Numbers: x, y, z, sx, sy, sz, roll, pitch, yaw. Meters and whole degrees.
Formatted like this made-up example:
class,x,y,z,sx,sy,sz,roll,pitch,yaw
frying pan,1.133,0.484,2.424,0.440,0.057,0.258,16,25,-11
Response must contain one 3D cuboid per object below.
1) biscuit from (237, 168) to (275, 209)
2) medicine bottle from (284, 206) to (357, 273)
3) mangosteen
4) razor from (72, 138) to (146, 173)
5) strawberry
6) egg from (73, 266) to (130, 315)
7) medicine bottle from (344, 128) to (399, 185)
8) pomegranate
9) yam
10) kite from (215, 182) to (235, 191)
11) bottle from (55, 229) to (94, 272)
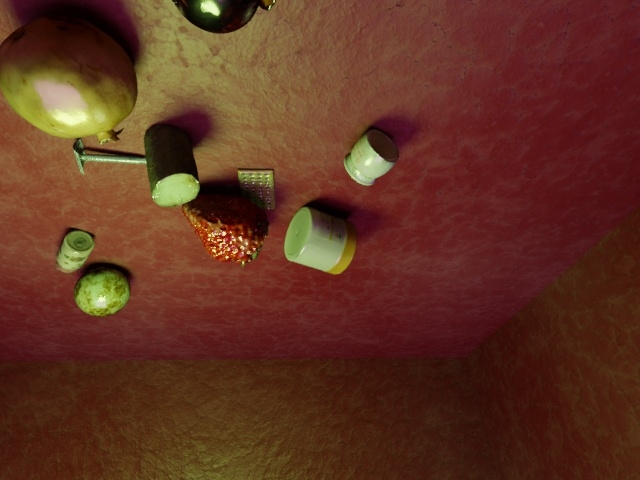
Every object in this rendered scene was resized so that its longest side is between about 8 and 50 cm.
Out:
class,x,y,z,sx,sy,sz,roll,pitch,yaw
biscuit,-0.249,-0.194,1.614,0.138,0.016,0.232,-1,146,-5
medicine bottle,0.000,0.000,1.720,0.231,0.238,0.238,19,139,-26
mangosteen,-0.208,-0.585,0.906,0.265,0.228,0.228,-26,149,-18
razor,-0.714,-0.283,1.423,0.231,0.068,0.106,1,147,-17
strawberry,-0.370,-0.065,1.584,0.351,0.267,0.312,33,174,-1
egg,-1.060,0.248,1.993,0.289,0.239,0.238,-6,150,40
medicine bottle,0.172,-0.282,1.408,0.147,0.148,0.143,18,142,-28
pomegranate,-0.630,-0.396,1.060,0.318,0.320,0.319,-2,145,-2
yam,-0.482,-0.242,1.331,0.161,0.268,0.161,-15,144,-11
kite,-0.367,-0.206,1.598,0.077,0.002,0.044,1,145,-9
bottle,-1.095,0.061,1.824,0.120,0.121,0.253,22,139,-31
